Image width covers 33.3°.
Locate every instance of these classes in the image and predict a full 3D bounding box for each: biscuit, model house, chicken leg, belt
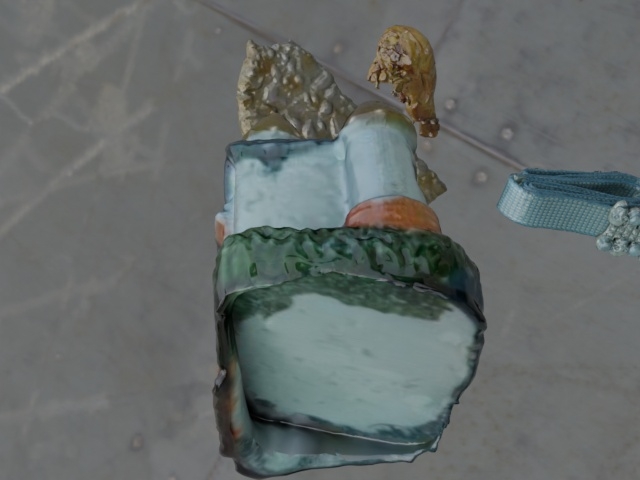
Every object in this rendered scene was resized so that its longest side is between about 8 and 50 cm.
[{"bbox_3d":[0.003,-0.098,1.179,0.141,0.290,0.038,-52,23,-7],"label":"biscuit"},{"bbox_3d":[0.000,0.000,0.816,0.184,0.253,0.291,-6,52,-5],"label":"model house"},{"bbox_3d":[0.143,-0.247,1.727,0.101,0.207,0.085,-39,41,-21],"label":"chicken leg"},{"bbox_3d":[0.269,-0.029,1.085,0.100,0.179,0.065,-109,29,-46],"label":"belt"}]
